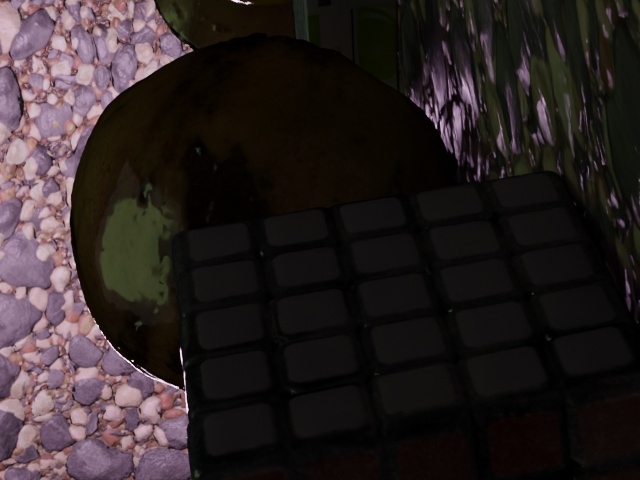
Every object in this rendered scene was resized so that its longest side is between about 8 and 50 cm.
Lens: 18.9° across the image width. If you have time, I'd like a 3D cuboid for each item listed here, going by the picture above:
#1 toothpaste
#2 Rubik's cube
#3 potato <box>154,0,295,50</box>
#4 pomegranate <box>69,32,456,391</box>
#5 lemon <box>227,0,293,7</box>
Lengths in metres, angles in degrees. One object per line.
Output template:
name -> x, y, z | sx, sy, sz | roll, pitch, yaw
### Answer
toothpaste -> 0.016, -0.225, 1.580 | 0.337, 0.081, 0.067 | 86, 170, -52
Rubik's cube -> 0.054, 0.126, 1.054 | 0.237, 0.238, 0.237 | -106, 7, -61
potato -> -0.047, -0.248, 1.840 | 0.117, 0.202, 0.182 | -60, 0, 36
pomegranate -> -0.040, -0.008, 1.460 | 0.322, 0.322, 0.322 | 169, 90, -85
lemon -> -0.059, -0.298, 1.692 | 0.248, 0.184, 0.184 | -96, -2, -72
